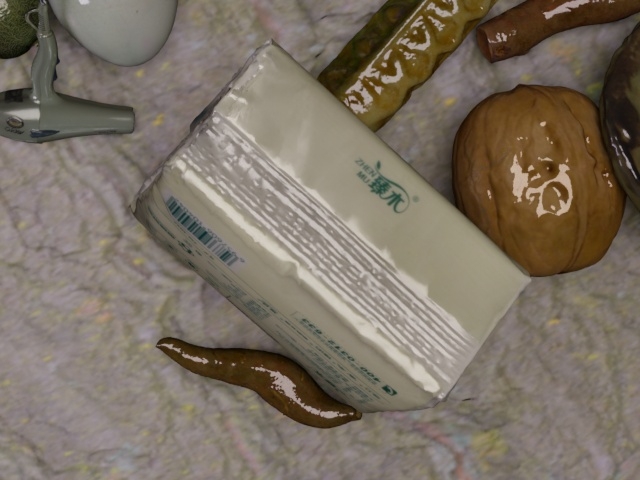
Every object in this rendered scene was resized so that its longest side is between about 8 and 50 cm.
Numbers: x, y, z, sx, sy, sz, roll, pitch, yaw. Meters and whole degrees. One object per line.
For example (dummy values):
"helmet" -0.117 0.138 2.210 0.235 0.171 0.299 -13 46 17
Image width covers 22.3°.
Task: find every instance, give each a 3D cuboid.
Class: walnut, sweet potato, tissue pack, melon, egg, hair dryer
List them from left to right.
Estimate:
"melon" -0.370 -0.267 1.796 0.167 0.114 0.114 43 87 -7
"hair dryer" -0.271 -0.182 1.803 0.167 0.067 0.199 11 131 -26
"egg" -0.233 -0.294 1.793 0.151 0.151 0.209 -19 102 -5
"sweet potato" -0.071 0.156 1.867 0.249 0.069 0.059 25 122 -9
"tissue pack" 0.000 0.000 1.747 0.380 0.297 0.207 42 74 -8
"walnut" 0.246 -0.069 1.835 0.195 0.195 0.222 -13 89 -6
"sweet potato" 0.314 -0.277 1.898 0.281 0.067 0.059 -20 133 -10

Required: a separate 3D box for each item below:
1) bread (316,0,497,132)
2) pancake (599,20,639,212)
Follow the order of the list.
"bread" 0.097 -0.229 1.861 0.098 0.087 0.269 42 88 -6
"pancake" 0.413 -0.120 1.850 0.294 0.049 0.294 17 66 -41
